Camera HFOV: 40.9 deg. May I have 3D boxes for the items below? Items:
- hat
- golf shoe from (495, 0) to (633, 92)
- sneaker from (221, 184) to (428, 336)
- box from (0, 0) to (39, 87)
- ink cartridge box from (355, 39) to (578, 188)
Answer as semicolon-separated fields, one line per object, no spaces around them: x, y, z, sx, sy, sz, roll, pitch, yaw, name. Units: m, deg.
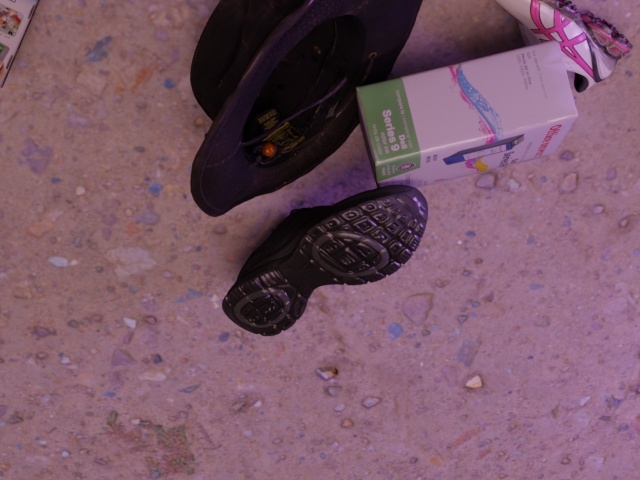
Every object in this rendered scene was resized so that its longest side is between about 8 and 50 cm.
-0.043;-0.181;0.869;0.134;0.331;0.331;48;114;14;hat
0.249;-0.225;0.934;0.186;0.067;0.086;26;119;-21;golf shoe
0.000;0.000;1.011;0.286;0.130;0.109;-28;121;28;sneaker
-0.395;-0.246;0.849;0.207;0.036;0.114;24;92;-20;box
0.153;-0.128;0.930;0.212;0.154;0.093;-15;80;2;ink cartridge box
